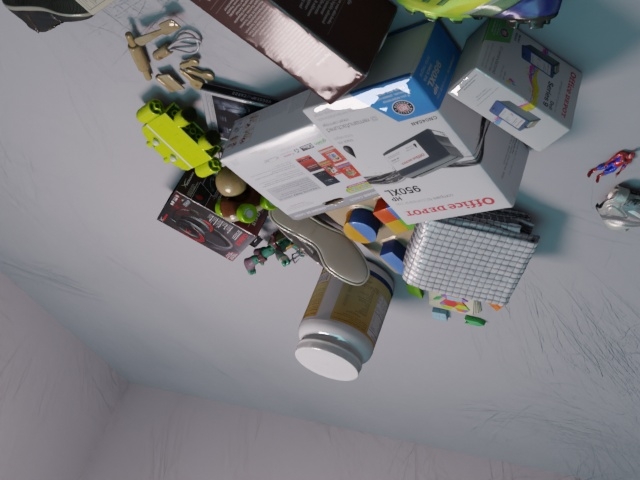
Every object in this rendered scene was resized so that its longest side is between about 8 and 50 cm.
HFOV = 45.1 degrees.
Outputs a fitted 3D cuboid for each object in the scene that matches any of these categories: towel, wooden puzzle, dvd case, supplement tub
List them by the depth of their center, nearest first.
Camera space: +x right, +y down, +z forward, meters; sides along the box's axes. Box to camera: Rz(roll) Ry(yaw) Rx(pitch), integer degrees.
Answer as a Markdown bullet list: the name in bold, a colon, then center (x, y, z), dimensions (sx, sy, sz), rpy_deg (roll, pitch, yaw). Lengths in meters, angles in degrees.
- **towel**: center (0.358, 0.017, 1.863), dimensions (0.284, 0.121, 0.235), rpy_deg (11, 131, -3)
- **dvd case**: center (-0.166, -0.289, 1.866), dimensions (0.239, 0.029, 0.179), rpy_deg (15, 150, 9)
- **wooden puzzle**: center (0.206, -0.018, 2.010), dimensions (0.322, 0.080, 0.348), rpy_deg (40, 146, -27)
- **supplement tub**: center (0.069, 0.229, 2.265), dimensions (0.228, 0.316, 0.228), rpy_deg (17, 150, 10)

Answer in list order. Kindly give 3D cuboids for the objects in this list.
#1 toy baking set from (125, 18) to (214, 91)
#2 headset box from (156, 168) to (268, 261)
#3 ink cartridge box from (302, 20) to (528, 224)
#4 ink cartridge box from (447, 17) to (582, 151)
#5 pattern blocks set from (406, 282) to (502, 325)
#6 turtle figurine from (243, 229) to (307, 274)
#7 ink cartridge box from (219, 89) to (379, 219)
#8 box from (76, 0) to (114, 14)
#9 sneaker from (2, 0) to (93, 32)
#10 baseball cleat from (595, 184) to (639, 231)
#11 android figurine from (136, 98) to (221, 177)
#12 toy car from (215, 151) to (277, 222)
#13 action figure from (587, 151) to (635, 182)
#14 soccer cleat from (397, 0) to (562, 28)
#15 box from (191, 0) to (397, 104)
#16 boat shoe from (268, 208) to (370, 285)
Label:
- **toy baking set**: center (-0.350, -0.429, 1.775), dimensions (0.197, 0.030, 0.256), rpy_deg (6, 154, 14)
- **headset box**: center (-0.300, -0.069, 2.240), dimensions (0.293, 0.110, 0.218), rpy_deg (31, 149, -13)
- **ink cartridge box**: center (0.205, -0.224, 1.590), dimensions (0.286, 0.166, 0.395), rpy_deg (-9, 138, 43)
- **ink cartridge box**: center (0.357, -0.285, 1.398), dimensions (0.212, 0.154, 0.093), rpy_deg (31, 148, -13)
- **pattern blocks set**: center (0.386, 0.157, 2.227), dimensions (0.286, 0.026, 0.324), rpy_deg (3, 145, 30)
- **turtle figurine**: center (-0.107, 0.024, 2.262), dimensions (0.234, 0.175, 0.118), rpy_deg (-21, 86, 29)
- **ink cartridge box**: center (-0.023, -0.195, 1.786), dimensions (0.310, 0.130, 0.272), rpy_deg (-14, 139, 39)
- **box**: center (-0.386, -0.569, 1.475), dimensions (0.311, 0.121, 0.148), rpy_deg (-9, 137, 43)
- **sneaker**: center (-0.595, -0.526, 1.754), dimensions (0.222, 0.083, 0.118), rpy_deg (9, 167, 10)
- **baseball cleat**: center (0.677, -0.074, 1.611), dimensions (0.206, 0.072, 0.109), rpy_deg (-18, 125, 44)
- **android figurine**: center (-0.367, -0.262, 1.994), dimensions (0.248, 0.056, 0.273), rpy_deg (45, 150, -23)
- **toy car**: center (-0.219, -0.157, 2.049), dimensions (0.155, 0.149, 0.188), rpy_deg (14, 129, 54)
- **action figure**: center (0.600, -0.152, 1.579), dimensions (0.038, 0.030, 0.115), rpy_deg (34, 147, -9)
- **soccer cleat**: center (0.269, -0.433, 1.316), dimensions (0.289, 0.093, 0.121), rpy_deg (12, 119, 26)
- **box**: center (-0.064, -0.445, 1.393), dimensions (0.381, 0.191, 0.143), rpy_deg (34, 149, -17)
- **boat shoe**: center (0.000, 0.000, 2.124), dimensions (0.335, 0.112, 0.095), rpy_deg (38, 178, 2)
